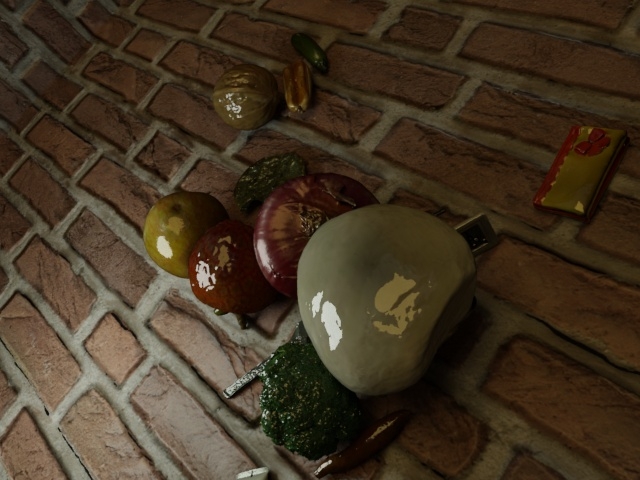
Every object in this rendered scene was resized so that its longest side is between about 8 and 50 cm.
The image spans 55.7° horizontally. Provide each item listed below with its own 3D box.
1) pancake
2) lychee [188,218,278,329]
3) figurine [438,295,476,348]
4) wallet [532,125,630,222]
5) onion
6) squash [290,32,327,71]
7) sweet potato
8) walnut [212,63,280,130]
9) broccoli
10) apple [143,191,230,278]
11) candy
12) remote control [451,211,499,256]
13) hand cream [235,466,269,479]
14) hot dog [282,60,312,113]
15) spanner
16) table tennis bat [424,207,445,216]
[{"bbox_3d":[-0.152,-0.179,1.875,0.254,0.037,0.253,-16,48,18],"label":"pancake"},{"bbox_3d":[-0.229,0.095,1.640,0.255,0.300,0.255,1,30,-1],"label":"lychee"},{"bbox_3d":[0.189,0.178,1.379,0.327,0.169,0.218,-21,26,9],"label":"figurine"},{"bbox_3d":[0.607,-0.166,1.419,0.141,0.067,0.241,21,74,40],"label":"wallet"},{"bbox_3d":[0.000,0.000,1.568,0.348,0.285,0.347,1,82,-8],"label":"onion"},{"bbox_3d":[-0.040,-0.668,2.114,0.069,0.069,0.258,-39,49,3],"label":"squash"},{"bbox_3d":[0.096,0.453,1.335,0.264,0.057,0.057,-38,49,6],"label":"sweet potato"},{"bbox_3d":[-0.243,-0.479,2.027,0.228,0.228,0.228,-15,55,22],"label":"walnut"},{"bbox_3d":[-0.033,0.364,1.366,0.270,0.270,0.270,-45,36,49],"label":"broccoli"},{"bbox_3d":[-0.383,-0.011,1.781,0.264,0.264,0.264,-15,55,22],"label":"apple"},{"bbox_3d":[0.108,0.087,1.262,0.386,0.186,0.427,-47,43,0],"label":"candy"},{"bbox_3d":[0.268,0.036,1.465,0.313,0.109,0.055,-30,36,10],"label":"remote control"},{"bbox_3d":[-0.156,0.654,1.358,0.095,0.059,0.276,-20,48,20],"label":"hand cream"},{"bbox_3d":[-0.072,-0.513,2.029,0.102,0.076,0.249,-21,51,15],"label":"hot dog"},{"bbox_3d":[-0.126,0.310,1.573,0.325,0.026,0.093,-36,49,7],"label":"spanner"},{"bbox_3d":[0.287,-0.061,1.578,0.083,0.007,0.050,-29,50,15],"label":"table tennis bat"}]
